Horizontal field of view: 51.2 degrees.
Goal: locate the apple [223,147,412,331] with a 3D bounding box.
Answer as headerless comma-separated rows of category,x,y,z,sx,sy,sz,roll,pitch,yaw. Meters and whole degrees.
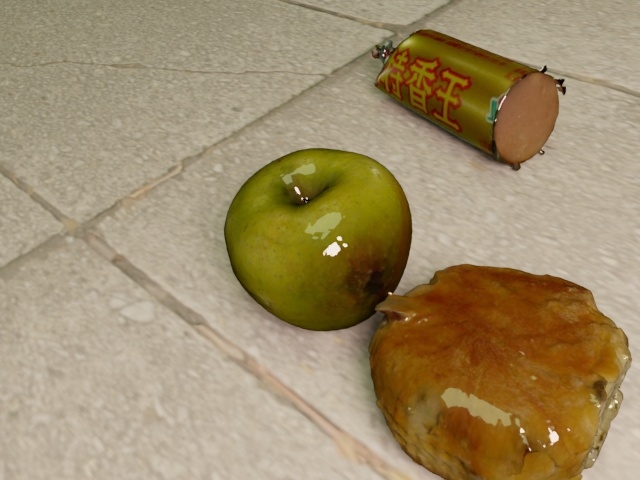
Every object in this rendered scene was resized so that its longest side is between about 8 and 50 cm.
apple,0.000,0.000,0.674,0.196,0.157,0.196,-6,40,5

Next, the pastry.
pastry,0.151,0.114,0.557,0.218,0.100,0.229,-3,36,3

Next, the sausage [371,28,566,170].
sausage,0.176,-0.223,0.917,0.117,0.125,0.317,13,22,-43
